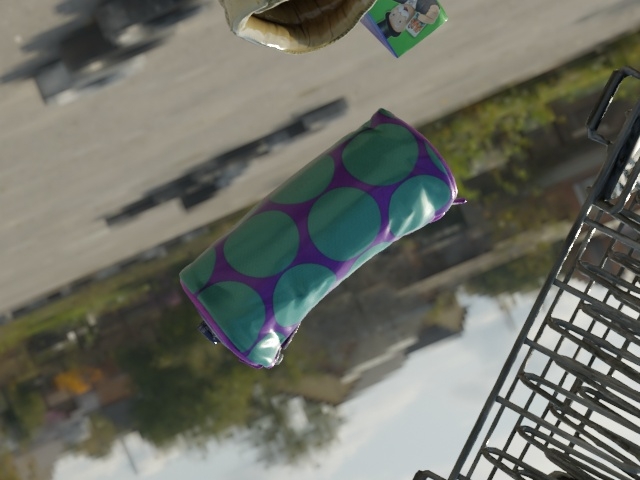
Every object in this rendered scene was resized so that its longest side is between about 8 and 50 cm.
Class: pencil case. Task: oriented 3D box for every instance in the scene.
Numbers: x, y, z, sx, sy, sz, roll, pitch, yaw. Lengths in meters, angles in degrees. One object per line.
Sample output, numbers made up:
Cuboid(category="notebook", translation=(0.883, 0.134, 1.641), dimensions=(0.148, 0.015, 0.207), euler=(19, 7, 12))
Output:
Cuboid(category="pencil case", translation=(0.000, 0.000, 0.812), dimensions=(0.151, 0.070, 0.064), euler=(-40, -167, -11))

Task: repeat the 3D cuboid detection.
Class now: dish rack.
Cuboid(category="dish rack", translation=(0.121, 0.039, 0.576), dimensions=(0.208, 0.074, 0.271), euler=(-15, 132, -63))

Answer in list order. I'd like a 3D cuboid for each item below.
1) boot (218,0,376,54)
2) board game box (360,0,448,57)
Cuboid(category="boot", translation=(-0.036, -0.204, 0.679), dimensions=(0.095, 0.203, 0.262), euler=(-19, 167, -3))
Cuboid(category="board game box", translation=(-0.051, -0.271, 1.022), dimensions=(0.046, 0.213, 0.317), euler=(-39, -135, 0))
